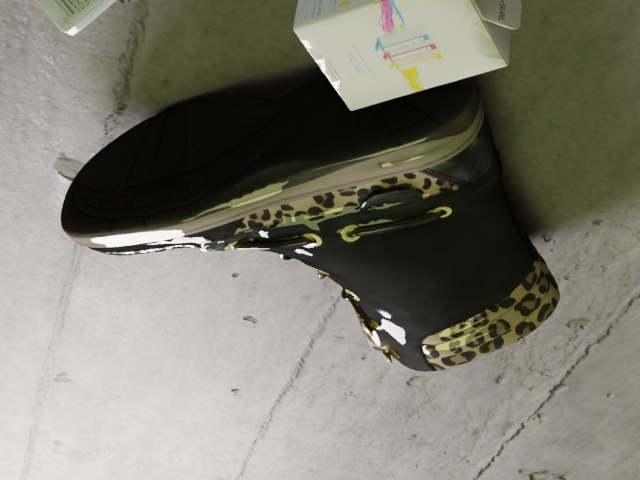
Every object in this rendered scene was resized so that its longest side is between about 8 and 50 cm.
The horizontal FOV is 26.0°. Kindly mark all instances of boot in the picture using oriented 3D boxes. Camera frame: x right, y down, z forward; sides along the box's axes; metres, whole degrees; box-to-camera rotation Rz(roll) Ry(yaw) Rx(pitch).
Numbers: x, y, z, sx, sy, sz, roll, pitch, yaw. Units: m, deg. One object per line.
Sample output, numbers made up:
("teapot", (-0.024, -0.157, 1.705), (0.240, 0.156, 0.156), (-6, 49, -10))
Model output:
("boot", (0.000, 0.000, 1.175), (0.377, 0.138, 0.284), (-16, 137, 21))

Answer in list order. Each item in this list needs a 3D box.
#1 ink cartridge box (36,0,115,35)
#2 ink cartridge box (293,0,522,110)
("ink cartridge box", (-0.045, -0.235, 0.821), (0.223, 0.224, 0.045), (-30, 105, 39))
("ink cartridge box", (0.068, -0.168, 0.968), (0.143, 0.092, 0.090), (-15, 136, 26))
